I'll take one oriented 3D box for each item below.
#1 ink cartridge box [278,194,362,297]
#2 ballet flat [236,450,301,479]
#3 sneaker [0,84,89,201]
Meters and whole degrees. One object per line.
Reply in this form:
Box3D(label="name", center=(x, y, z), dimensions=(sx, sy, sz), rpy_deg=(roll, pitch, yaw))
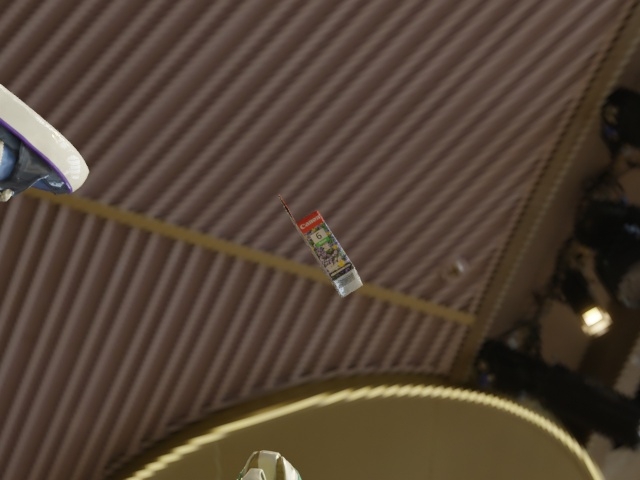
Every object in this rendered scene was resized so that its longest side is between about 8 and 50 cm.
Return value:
Box3D(label="ink cartridge box", center=(0.000, 0.000, 1.571), dimensions=(0.029, 0.115, 0.063), rpy_deg=(-32, -21, -2))
Box3D(label="ballet flat", center=(-0.063, 0.284, 1.663), dimensions=(0.083, 0.247, 0.087), rpy_deg=(11, -71, 7))
Box3D(label="sneaker", center=(-0.396, -0.066, 1.460), dimensions=(0.236, 0.130, 0.323), rpy_deg=(-53, -38, -5))
